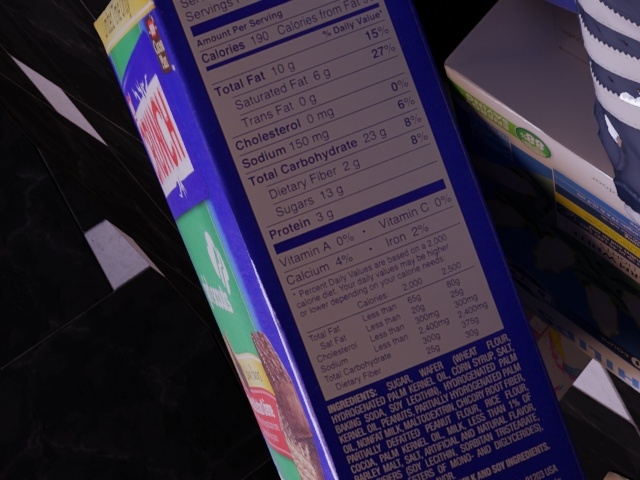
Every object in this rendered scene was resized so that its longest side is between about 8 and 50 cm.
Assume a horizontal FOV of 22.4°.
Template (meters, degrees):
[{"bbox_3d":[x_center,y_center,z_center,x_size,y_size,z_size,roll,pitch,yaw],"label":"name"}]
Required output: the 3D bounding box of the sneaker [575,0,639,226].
[{"bbox_3d":[0.097,-0.093,0.487,0.153,0.099,0.282,38,170,10],"label":"sneaker"}]

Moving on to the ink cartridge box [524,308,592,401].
[{"bbox_3d":[0.128,0.051,1.012,0.052,0.122,0.088,22,157,52],"label":"ink cartridge box"}]

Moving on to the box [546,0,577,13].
[{"bbox_3d":[0.044,-0.171,0.683,0.225,0.036,0.136,33,166,45],"label":"box"}]

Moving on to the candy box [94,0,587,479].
[{"bbox_3d":[0.000,0.000,0.834,0.268,0.122,0.317,-171,60,-79],"label":"candy box"}]

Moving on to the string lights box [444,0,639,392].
[{"bbox_3d":[0.146,-0.017,0.799,0.133,0.077,0.260,37,168,23],"label":"string lights box"}]

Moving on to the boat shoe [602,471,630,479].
[{"bbox_3d":[0.291,0.262,1.385,0.073,0.073,0.207,47,167,-19],"label":"boat shoe"}]
